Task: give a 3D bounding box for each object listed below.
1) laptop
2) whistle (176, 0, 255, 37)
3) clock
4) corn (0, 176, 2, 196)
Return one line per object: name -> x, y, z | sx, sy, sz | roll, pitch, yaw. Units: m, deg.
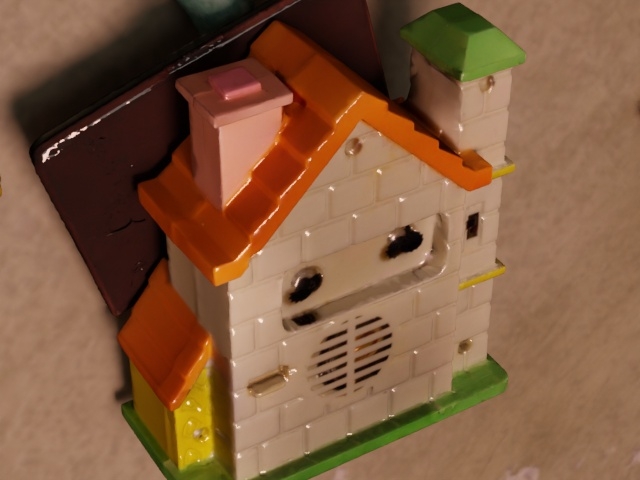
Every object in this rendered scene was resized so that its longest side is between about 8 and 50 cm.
laptop -> -0.055, -0.057, 0.871 | 0.207, 0.026, 0.154 | -33, 141, -12
whistle -> -0.093, -0.186, 0.799 | 0.039, 0.039, 0.186 | -38, 127, -8
clock -> 0.000, 0.000, 0.872 | 0.220, 0.106, 0.255 | -20, 131, -25
corn -> -0.259, 0.068, 0.799 | 0.097, 0.097, 0.320 | 23, 103, -36
